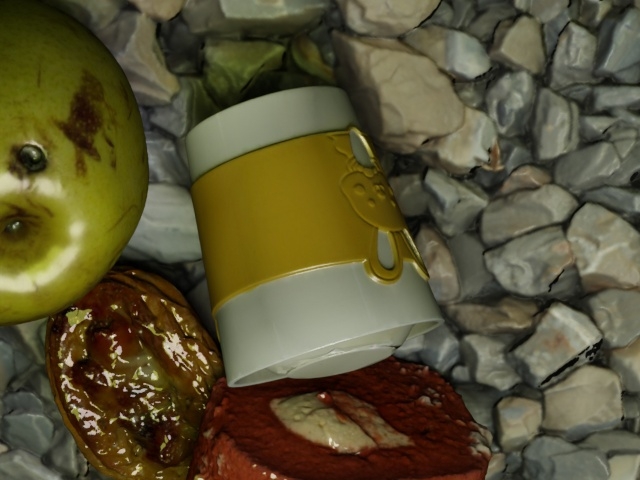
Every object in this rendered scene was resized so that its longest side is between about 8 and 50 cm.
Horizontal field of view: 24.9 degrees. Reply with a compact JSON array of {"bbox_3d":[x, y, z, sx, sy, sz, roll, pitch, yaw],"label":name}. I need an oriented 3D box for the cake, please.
[{"bbox_3d":[0.022,0.208,1.276,0.283,0.177,0.151,-1,116,-35],"label":"cake"}]

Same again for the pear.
[{"bbox_3d":[-0.272,-0.061,1.148,0.284,0.283,0.283,0,111,-1],"label":"pear"}]

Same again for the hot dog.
[{"bbox_3d":[-0.158,0.129,1.320,0.160,0.099,0.227,-30,106,9],"label":"hot dog"}]

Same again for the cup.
[{"bbox_3d":[0.000,0.000,1.221,0.185,0.241,0.226,-23,80,31],"label":"cup"}]
